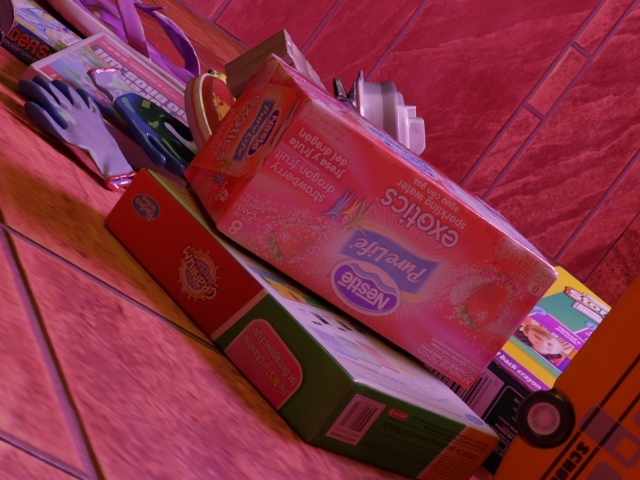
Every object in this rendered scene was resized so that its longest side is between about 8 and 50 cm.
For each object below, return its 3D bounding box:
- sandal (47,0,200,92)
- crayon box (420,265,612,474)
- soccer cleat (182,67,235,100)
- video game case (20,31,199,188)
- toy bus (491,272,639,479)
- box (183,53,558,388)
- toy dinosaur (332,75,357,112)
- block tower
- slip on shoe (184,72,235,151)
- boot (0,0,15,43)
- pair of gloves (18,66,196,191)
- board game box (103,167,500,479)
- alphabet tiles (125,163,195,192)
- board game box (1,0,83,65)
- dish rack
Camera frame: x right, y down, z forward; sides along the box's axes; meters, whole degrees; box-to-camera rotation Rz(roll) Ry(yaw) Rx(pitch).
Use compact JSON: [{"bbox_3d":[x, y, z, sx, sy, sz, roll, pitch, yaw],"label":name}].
[{"bbox_3d":[-0.233,-0.280,2.445,0.416,0.102,0.169,42,9,18],"label":"sandal"},{"bbox_3d":[0.293,0.190,1.785,0.363,0.106,0.313,41,25,22],"label":"crayon box"},{"bbox_3d":[-0.120,-0.134,2.205,0.121,0.093,0.289,44,7,-23],"label":"soccer cleat"},{"bbox_3d":[-0.202,-0.144,1.900,0.204,0.025,0.285,37,16,-2],"label":"video game case"},{"bbox_3d":[0.274,0.129,1.508,0.130,0.332,0.108,39,8,16],"label":"toy bus"},{"bbox_3d":[0.045,-0.016,1.558,0.300,0.142,0.154,33,9,-25],"label":"box"},{"bbox_3d":[-0.018,-0.120,2.441,0.218,0.164,0.322,-77,155,-70],"label":"toy dinosaur"},{"bbox_3d":[0.009,-0.096,2.130,0.335,0.097,0.091,51,17,-32],"label":"block tower"},{"bbox_3d":[-0.034,-0.048,1.769,0.331,0.101,0.123,56,10,25],"label":"slip on shoe"},{"bbox_3d":[-0.418,-0.293,1.784,0.248,0.090,0.207,39,5,-15],"label":"boot"},{"bbox_3d":[-0.206,-0.114,1.738,0.159,0.023,0.198,49,30,17],"label":"pair of gloves"},{"bbox_3d":[-0.017,0.078,1.509,0.316,0.064,0.242,43,10,38],"label":"board game box"},{"bbox_3d":[-0.140,-0.046,1.880,0.342,0.011,0.285,29,12,-46],"label":"alphabet tiles"},{"bbox_3d":[-0.324,-0.233,2.044,0.136,0.035,0.201,37,8,-1],"label":"board game box"},{"bbox_3d":[0.080,-0.045,1.922,0.072,0.285,0.333,-4,8,1],"label":"dish rack"}]
